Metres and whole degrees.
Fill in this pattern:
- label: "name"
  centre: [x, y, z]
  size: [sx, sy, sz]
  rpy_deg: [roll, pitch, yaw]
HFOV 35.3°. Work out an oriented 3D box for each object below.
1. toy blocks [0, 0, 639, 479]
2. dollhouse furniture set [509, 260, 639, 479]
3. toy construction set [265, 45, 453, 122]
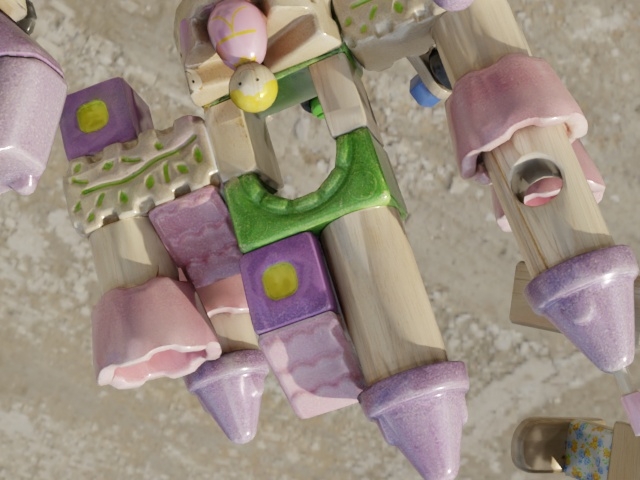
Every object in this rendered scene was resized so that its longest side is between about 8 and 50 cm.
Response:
- label: "toy blocks"
  centre: [0.000, 0.000, 0.489]
  size: [0.288, 0.260, 0.309]
  rpy_deg: [-20, 160, 12]
- label: "dollhouse furniture set"
  centre: [0.209, 0.144, 0.665]
  size: [0.161, 0.242, 0.212]
  rpy_deg: [7, 180, -34]
- label: "toy construction set"
  centre: [0.062, -0.300, 1.047]
  size: [0.257, 0.237, 0.309]
  rpy_deg: [-2, 156, -17]
